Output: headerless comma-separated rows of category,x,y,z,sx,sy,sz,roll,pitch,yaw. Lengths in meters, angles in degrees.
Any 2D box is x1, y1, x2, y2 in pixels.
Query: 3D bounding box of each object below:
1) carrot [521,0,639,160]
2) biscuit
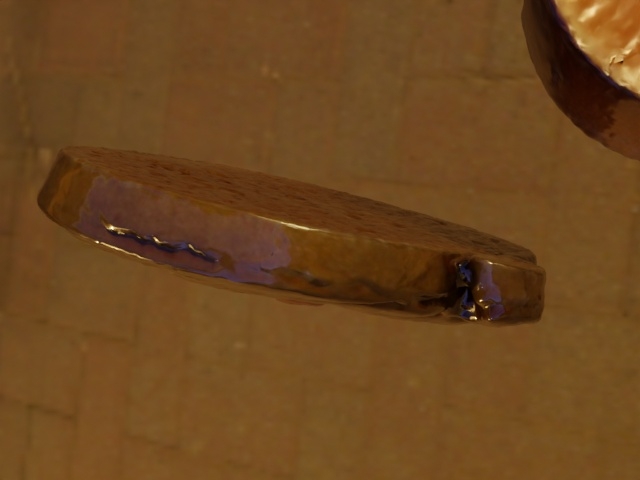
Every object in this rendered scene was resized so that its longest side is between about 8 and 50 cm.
carrot,0.269,-0.195,1.190,0.258,0.307,0.100,48,169,1
biscuit,-0.002,0.009,1.271,0.350,0.394,0.070,18,96,37
